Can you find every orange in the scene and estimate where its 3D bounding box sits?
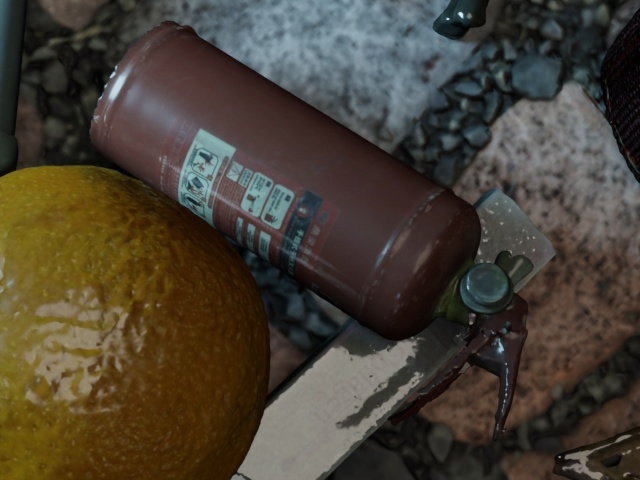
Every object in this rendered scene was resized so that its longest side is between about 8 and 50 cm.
[{"bbox_3d":[-0.160,0.082,1.084,0.264,0.264,0.264,1,82,-10],"label":"orange"}]

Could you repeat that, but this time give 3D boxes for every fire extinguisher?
[{"bbox_3d":[0.000,0.000,1.149,0.337,0.106,0.147,33,76,16],"label":"fire extinguisher"}]

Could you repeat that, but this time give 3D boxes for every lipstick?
[{"bbox_3d":[0.024,0.094,1.210,0.317,0.068,0.066,-43,89,-13],"label":"lipstick"}]

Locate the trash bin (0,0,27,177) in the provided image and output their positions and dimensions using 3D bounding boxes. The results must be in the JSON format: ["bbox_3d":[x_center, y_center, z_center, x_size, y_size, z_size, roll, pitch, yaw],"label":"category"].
[{"bbox_3d":[-0.280,-0.124,1.172,0.176,0.101,0.236,7,79,-8],"label":"trash bin"}]

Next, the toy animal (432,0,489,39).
[{"bbox_3d":[0.048,-0.243,1.252,0.245,0.114,0.146,23,85,-29],"label":"toy animal"}]

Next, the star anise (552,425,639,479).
[{"bbox_3d":[0.306,0.175,1.235,0.292,0.109,0.349,27,68,1],"label":"star anise"}]

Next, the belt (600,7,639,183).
[{"bbox_3d":[0.347,-0.139,1.255,0.289,0.164,0.184,-25,79,-13],"label":"belt"}]
